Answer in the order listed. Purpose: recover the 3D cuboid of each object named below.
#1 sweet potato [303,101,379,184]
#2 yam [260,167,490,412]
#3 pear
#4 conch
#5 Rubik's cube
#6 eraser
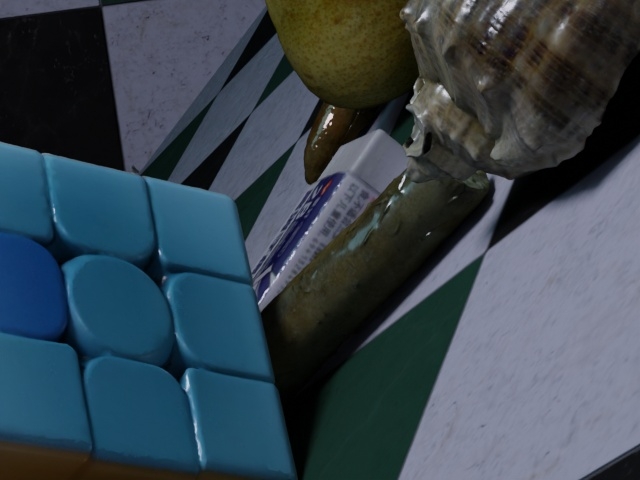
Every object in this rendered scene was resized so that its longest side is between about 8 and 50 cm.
[{"bbox_3d":[0.051,-0.181,2.101,0.273,0.075,0.075,-62,14,-20],"label":"sweet potato"},{"bbox_3d":[-0.001,0.062,1.577,0.371,0.083,0.083,-48,13,21],"label":"yam"},{"bbox_3d":[0.055,-0.258,1.967,0.211,0.228,0.188,-32,-22,14],"label":"pear"},{"bbox_3d":[0.144,-0.158,1.372,0.291,0.159,0.210,-61,2,18],"label":"conch"},{"bbox_3d":[-0.235,0.127,1.524,0.291,0.292,0.290,-43,46,37],"label":"Rubik's cube"},{"bbox_3d":[0.000,0.000,1.763,0.210,0.068,0.124,-56,10,-14],"label":"eraser"}]
